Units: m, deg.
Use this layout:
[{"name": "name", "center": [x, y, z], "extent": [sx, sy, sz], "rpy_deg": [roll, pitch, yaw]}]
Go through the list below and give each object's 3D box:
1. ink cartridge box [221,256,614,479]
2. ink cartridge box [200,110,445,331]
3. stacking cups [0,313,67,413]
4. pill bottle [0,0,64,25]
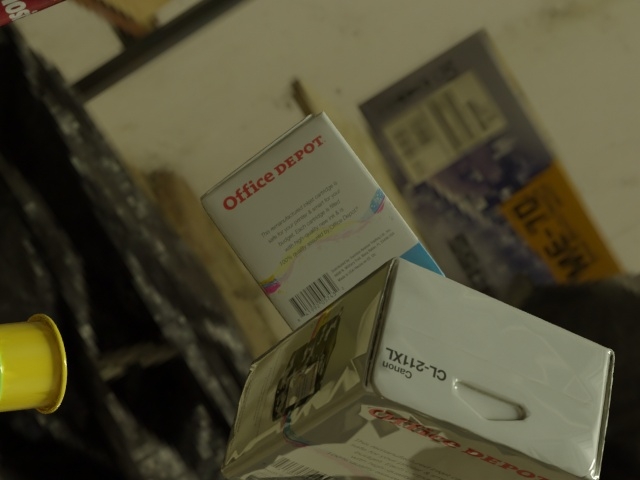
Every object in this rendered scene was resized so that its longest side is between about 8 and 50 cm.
[{"name": "ink cartridge box", "center": [0.046, 0.088, 0.808], "extent": [0.127, 0.175, 0.072], "rpy_deg": [24, 61, -17]}, {"name": "ink cartridge box", "center": [0.000, 0.000, 0.933], "extent": [0.122, 0.088, 0.052], "rpy_deg": [54, -3, 1]}, {"name": "stacking cups", "center": [-0.387, 0.128, 1.421], "extent": [0.316, 0.096, 0.096], "rpy_deg": [-6, 56, -33]}, {"name": "pill bottle", "center": [-0.204, -0.197, 1.097], "extent": [0.086, 0.152, 0.086], "rpy_deg": [158, -90, -88]}]
